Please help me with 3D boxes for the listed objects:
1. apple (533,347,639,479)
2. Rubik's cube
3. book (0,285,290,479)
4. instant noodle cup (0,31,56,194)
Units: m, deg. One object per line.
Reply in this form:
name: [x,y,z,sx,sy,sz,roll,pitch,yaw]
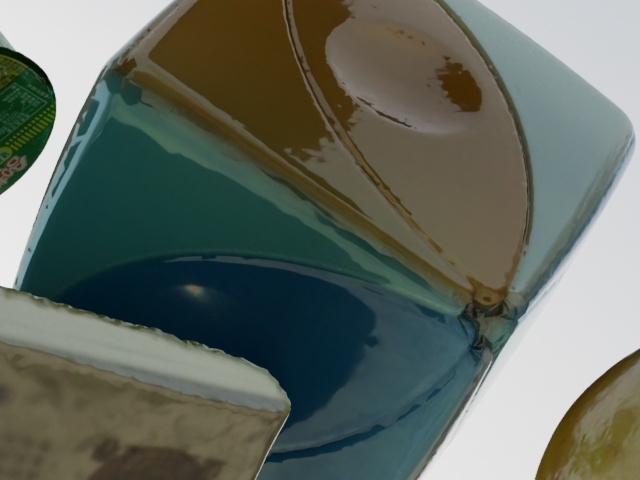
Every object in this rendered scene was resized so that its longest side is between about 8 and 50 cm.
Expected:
apple: [0.204,0.150,0.709,0.237,0.207,0.237,1,-30,0]
Rubik's cube: [0.000,0.000,1.238,0.352,0.347,0.351,32,-50,9]
book: [-0.183,0.161,0.533,0.239,0.035,0.352,17,-68,-28]
instant noodle cup: [-0.348,-0.157,1.242,0.207,0.233,0.207,-24,-29,-15]
